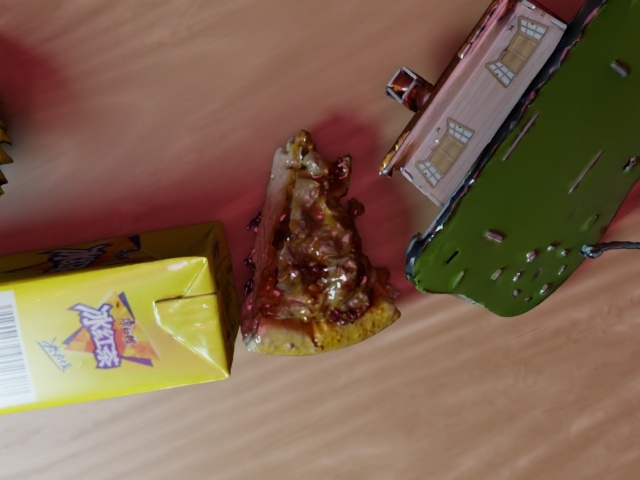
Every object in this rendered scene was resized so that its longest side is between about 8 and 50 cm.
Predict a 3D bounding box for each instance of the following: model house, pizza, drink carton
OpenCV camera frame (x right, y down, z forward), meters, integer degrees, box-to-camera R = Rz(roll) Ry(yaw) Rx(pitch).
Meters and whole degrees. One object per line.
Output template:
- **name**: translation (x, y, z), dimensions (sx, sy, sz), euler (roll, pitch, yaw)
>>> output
- **model house**: translation (0.169, -0.099, 0.887), dimensions (0.207, 0.154, 0.294), euler (19, 112, -47)
- **pizza**: translation (-0.001, 0.000, 0.902), dimensions (0.154, 0.069, 0.194), euler (-10, 95, -18)
- **drink carton**: translation (-0.249, 0.071, 0.879), dimensions (0.351, 0.154, 0.111), euler (-10, 102, 1)

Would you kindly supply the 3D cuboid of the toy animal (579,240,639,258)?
- **toy animal**: translation (0.344, 0.034, 0.920), dimensions (0.252, 0.079, 0.070), euler (21, 76, -5)

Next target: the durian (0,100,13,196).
- **durian**: translation (-0.413, -0.116, 0.842), dimensions (0.355, 0.169, 0.158), euler (18, 100, -5)
